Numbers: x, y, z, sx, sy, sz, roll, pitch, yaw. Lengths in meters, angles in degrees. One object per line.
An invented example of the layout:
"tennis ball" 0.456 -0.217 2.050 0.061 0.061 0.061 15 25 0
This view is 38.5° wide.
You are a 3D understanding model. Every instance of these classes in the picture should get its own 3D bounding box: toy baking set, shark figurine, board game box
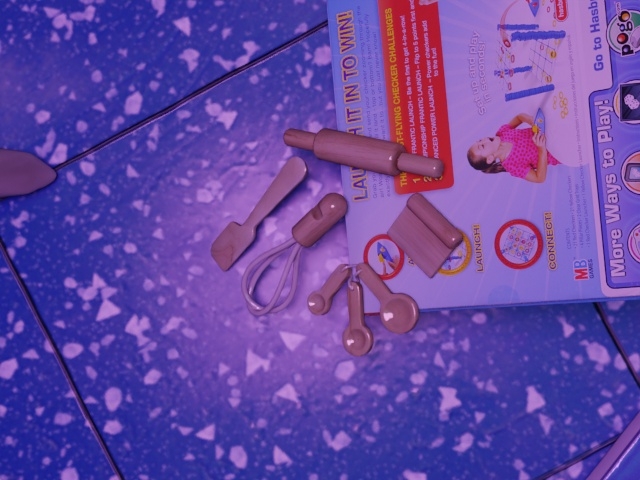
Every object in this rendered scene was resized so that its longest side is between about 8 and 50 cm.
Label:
"toy baking set" 0.003 -0.006 0.835 0.256 0.030 0.196 21 101 30
"shark figurine" -0.398 -0.002 0.856 0.166 0.116 0.278 39 84 -20
"board game box" 0.166 -0.095 0.806 0.302 0.086 0.308 -6 87 31

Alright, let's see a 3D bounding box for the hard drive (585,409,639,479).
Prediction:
"hard drive" 0.405 0.304 0.869 0.319 0.040 0.210 38 90 3
